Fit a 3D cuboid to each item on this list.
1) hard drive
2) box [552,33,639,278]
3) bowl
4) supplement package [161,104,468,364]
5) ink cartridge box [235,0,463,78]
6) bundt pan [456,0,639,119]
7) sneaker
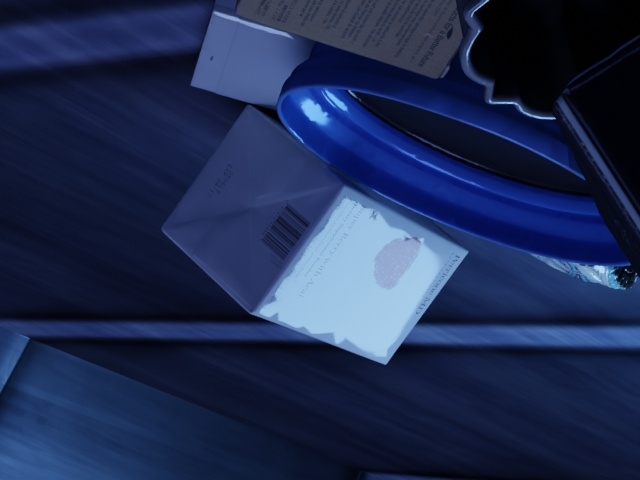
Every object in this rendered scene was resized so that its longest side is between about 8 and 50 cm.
[{"bbox_3d":[0.025,-0.171,1.817,0.308,0.040,0.203,15,161,-6],"label":"hard drive"},{"bbox_3d":[0.425,0.067,1.223,0.297,0.480,0.472,-32,166,5],"label":"box"},{"bbox_3d":[0.149,-0.090,1.679,0.391,0.077,0.391,22,169,5],"label":"bowl"},{"bbox_3d":[0.000,0.000,1.967,0.175,0.177,0.293,40,-171,34],"label":"supplement package"},{"bbox_3d":[0.057,-0.253,1.404,0.193,0.088,0.234,16,146,-13],"label":"ink cartridge box"},{"bbox_3d":[0.238,-0.229,1.244,0.331,0.124,0.331,-15,154,-7],"label":"bundt pan"},{"bbox_3d":[0.276,-0.012,2.011,0.122,0.110,0.283,5,160,31],"label":"sneaker"}]
